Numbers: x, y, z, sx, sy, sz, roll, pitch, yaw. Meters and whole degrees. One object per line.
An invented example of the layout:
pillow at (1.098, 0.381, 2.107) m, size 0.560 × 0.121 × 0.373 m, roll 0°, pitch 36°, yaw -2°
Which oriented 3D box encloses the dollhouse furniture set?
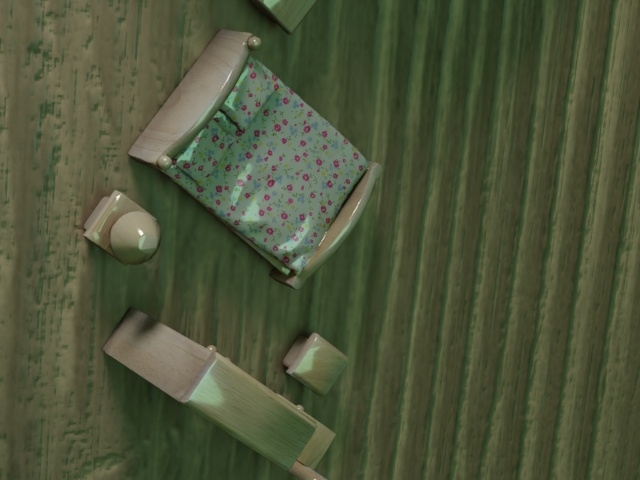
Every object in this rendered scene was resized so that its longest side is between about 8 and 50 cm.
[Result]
dollhouse furniture set at (0.000, 0.000, 1.013) m, size 0.303 × 0.174 × 0.355 m, roll 40°, pitch 79°, yaw -33°
